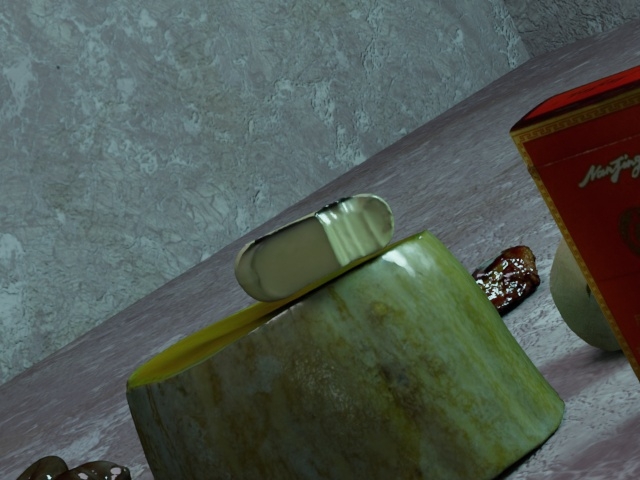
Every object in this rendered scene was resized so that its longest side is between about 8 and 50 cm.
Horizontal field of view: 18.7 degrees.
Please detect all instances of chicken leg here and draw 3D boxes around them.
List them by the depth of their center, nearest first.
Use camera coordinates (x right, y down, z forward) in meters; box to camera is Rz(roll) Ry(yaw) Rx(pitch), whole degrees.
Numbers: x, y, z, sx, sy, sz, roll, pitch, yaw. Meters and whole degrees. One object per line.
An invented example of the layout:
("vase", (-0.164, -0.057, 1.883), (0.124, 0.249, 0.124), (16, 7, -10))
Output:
("chicken leg", (0.185, 0.044, 2.014), (0.205, 0.053, 0.093), (-28, -8, -43))

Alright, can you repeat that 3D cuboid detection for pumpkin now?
("pumpkin", (0.010, 0.118, 1.564), (0.332, 0.199, 0.332), (-22, 9, 4))

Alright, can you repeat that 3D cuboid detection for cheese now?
("cheese", (0.000, 0.000, 1.550), (0.127, 0.050, 0.255), (-26, 1, 4))

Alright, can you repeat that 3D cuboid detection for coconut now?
("coconut", (0.252, 0.028, 1.631), (0.116, 0.116, 0.122), (-22, 3, 28))

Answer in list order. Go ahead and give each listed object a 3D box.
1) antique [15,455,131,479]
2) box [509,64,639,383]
("antique", (-0.264, 0.281, 1.663), (0.257, 0.121, 0.143), (-30, 16, -24))
("box", (0.253, -0.006, 1.371), (0.074, 0.240, 0.153), (-36, 12, -36))
